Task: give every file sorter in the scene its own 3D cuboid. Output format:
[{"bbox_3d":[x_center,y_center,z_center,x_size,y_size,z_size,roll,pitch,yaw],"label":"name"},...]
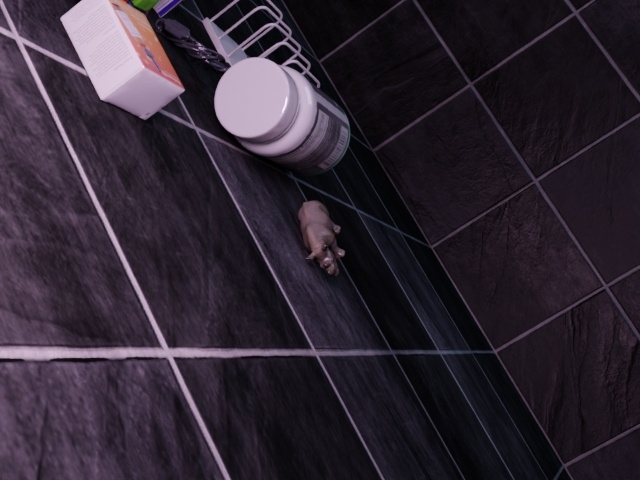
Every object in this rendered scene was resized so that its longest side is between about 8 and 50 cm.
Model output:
[{"bbox_3d":[-0.148,-0.486,2.193,0.193,0.173,0.277,29,31,-61],"label":"file sorter"}]

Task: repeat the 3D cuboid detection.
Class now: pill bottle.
[{"bbox_3d":[-0.081,-0.274,1.871,0.204,0.204,0.361,61,14,17],"label":"pill bottle"}]

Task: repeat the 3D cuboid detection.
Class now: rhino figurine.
[{"bbox_3d":[0.000,0.000,1.806,0.106,0.073,0.243,52,15,-33],"label":"rhino figurine"}]

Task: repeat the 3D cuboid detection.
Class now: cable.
[{"bbox_3d":[-0.266,-0.400,1.779,0.184,0.047,0.150,34,-6,16],"label":"cable"}]

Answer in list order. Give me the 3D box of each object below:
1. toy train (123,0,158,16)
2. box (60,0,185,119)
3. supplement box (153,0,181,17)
[{"bbox_3d":[-0.382,-0.573,1.645,0.248,0.143,0.105,59,13,9],"label":"toy train"},{"bbox_3d":[-0.319,-0.301,1.354,0.170,0.091,0.130,60,14,16],"label":"box"},{"bbox_3d":[-0.376,-0.626,1.856,0.220,0.114,0.111,51,16,-17],"label":"supplement box"}]
